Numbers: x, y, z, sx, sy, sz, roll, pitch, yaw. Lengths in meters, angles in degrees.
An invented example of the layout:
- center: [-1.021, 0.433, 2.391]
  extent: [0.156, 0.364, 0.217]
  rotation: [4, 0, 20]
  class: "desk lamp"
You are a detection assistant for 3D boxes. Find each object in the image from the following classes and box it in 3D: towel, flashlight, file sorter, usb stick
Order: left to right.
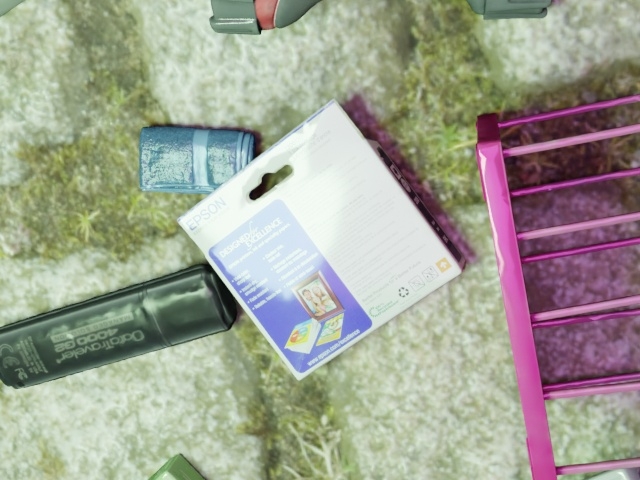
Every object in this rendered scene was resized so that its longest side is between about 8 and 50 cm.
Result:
- center: [-0.221, 0.093, 1.019]
  extent: [0.278, 0.045, 0.077]
  rotation: [-17, 107, 14]
  class: "usb stick"
- center: [-0.124, -0.079, 0.967]
  extent: [0.119, 0.029, 0.067]
  rotation: [4, 104, 9]
  class: "towel"
- center: [0.051, -0.235, 0.866]
  extent: [0.304, 0.103, 0.103]
  rotation: [2, 78, 5]
  class: "flashlight"
- center: [0.248, 0.029, 0.838]
  extent: [0.182, 0.202, 0.291]
  rotation: [-10, 102, 11]
  class: "file sorter"

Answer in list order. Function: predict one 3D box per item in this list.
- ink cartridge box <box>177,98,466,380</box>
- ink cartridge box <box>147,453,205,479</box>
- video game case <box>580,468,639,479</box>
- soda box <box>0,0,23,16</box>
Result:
- center: [0.000, 0.000, 0.955]
  extent: [0.206, 0.045, 0.208]
  rotation: [-35, 96, 16]
  class: "ink cartridge box"
- center: [-0.182, 0.373, 1.077]
  extent: [0.235, 0.056, 0.171]
  rotation: [-43, 94, 15]
  class: "ink cartridge box"
- center: [0.254, 0.345, 0.930]
  extent: [0.227, 0.026, 0.206]
  rotation: [-36, 75, 39]
  class: "video game case"
- center: [-0.384, -0.229, 0.956]
  extent: [0.216, 0.069, 0.074]
  rotation: [-28, 98, 16]
  class: "soda box"
